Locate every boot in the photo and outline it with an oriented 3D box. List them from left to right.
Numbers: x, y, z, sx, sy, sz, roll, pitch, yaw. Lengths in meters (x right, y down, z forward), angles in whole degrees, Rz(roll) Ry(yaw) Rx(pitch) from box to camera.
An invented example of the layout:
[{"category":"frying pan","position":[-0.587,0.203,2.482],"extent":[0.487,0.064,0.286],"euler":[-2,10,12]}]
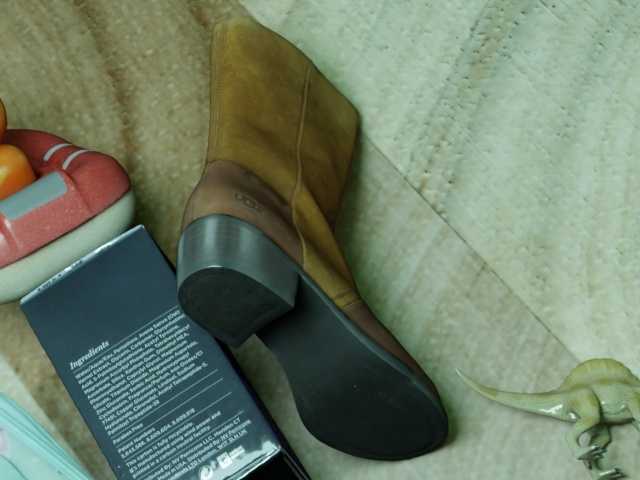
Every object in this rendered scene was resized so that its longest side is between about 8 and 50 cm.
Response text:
[{"category":"boot","position":[0.000,0.000,1.273],"extent":[0.096,0.264,0.280],"euler":[-38,30,32]}]

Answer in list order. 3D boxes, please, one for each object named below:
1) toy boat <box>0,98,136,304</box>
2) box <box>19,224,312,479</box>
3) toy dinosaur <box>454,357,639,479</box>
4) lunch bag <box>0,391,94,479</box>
[{"category":"toy boat","position":[-0.244,-0.051,1.291],"extent":[0.151,0.231,0.151],"euler":[-31,108,-16]},{"category":"box","position":[-0.105,0.117,1.232],"extent":[0.108,0.153,0.207],"euler":[-33,66,-3]},{"category":"toy dinosaur","position":[0.193,0.123,1.230],"extent":[0.183,0.053,0.092],"euler":[-8,51,1]},{"category":"lunch bag","position":[-0.189,0.236,1.159],"extent":[0.279,0.224,0.108],"euler":[35,45,24]}]
